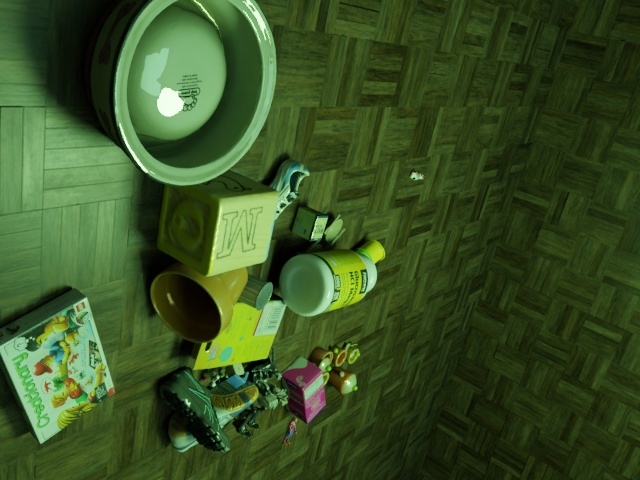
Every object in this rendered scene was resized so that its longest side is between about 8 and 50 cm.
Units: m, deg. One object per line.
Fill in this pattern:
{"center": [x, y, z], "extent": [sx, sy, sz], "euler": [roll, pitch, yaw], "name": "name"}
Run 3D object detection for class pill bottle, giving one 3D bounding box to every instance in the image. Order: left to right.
{"center": [0.038, 0.123, 1.873], "extent": [0.334, 0.188, 0.187], "euler": [-7, 118, -56], "name": "pill bottle"}

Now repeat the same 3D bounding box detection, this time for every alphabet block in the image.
{"center": [-0.242, -0.048, 1.400], "extent": [0.197, 0.193, 0.193], "euler": [-15, 122, -52], "name": "alphabet block"}

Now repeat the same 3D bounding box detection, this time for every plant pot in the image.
{"center": [-0.281, 0.117, 1.474], "extent": [0.188, 0.205, 0.205], "euler": [-49, 149, -51], "name": "plant pot"}

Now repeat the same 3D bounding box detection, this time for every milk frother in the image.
{"center": [-0.192, 0.095, 1.622], "extent": [0.129, 0.135, 0.143], "euler": [-32, 140, -61], "name": "milk frother"}

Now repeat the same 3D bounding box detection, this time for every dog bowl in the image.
{"center": [-0.279, -0.323, 1.185], "extent": [0.408, 0.150, 0.407], "euler": [-36, 139, -39], "name": "dog bowl"}

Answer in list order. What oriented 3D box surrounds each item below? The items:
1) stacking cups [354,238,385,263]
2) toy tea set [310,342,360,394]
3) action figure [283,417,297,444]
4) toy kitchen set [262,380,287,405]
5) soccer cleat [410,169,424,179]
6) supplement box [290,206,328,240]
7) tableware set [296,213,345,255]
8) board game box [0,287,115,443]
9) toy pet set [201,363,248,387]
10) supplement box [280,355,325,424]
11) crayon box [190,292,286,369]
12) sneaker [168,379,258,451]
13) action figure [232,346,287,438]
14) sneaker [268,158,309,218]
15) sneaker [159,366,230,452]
{"center": [0.096, 0.117, 2.119], "extent": [0.316, 0.096, 0.096], "euler": [-39, 141, -29], "name": "stacking cups"}
{"center": [0.070, 0.510, 2.319], "extent": [0.336, 0.124, 0.199], "euler": [15, 99, -58], "name": "toy tea set"}
{"center": [-0.113, 0.742, 2.313], "extent": [0.038, 0.030, 0.115], "euler": [5, 106, -52], "name": "action figure"}
{"center": [-0.145, 0.527, 2.069], "extent": [0.083, 0.068, 0.075], "euler": [-16, 125, -51], "name": "toy kitchen set"}
{"center": [0.375, -0.250, 2.315], "extent": [0.083, 0.029, 0.035], "euler": [15, 108, -55], "name": "soccer cleat"}
{"center": [-0.035, -0.051, 1.800], "extent": [0.056, 0.083, 0.083], "euler": [-5, 116, -55], "name": "supplement box"}
{"center": [0.000, 0.000, 1.934], "extent": [0.194, 0.039, 0.128], "euler": [-50, 158, -10], "name": "tableware set"}
{"center": [-0.568, 0.273, 1.280], "extent": [0.193, 0.053, 0.305], "euler": [-35, 138, -38], "name": "board game box"}
{"center": [-0.266, 0.411, 1.758], "extent": [0.114, 0.065, 0.122], "euler": [-34, 160, 28], "name": "toy pet set"}
{"center": [-0.060, 0.548, 2.167], "extent": [0.114, 0.111, 0.219], "euler": [-38, 139, -35], "name": "supplement box"}
{"center": [-0.246, 0.252, 1.711], "extent": [0.319, 0.081, 0.202], "euler": [7, 106, -58], "name": "crayon box"}
{"center": [-0.323, 0.521, 1.782], "extent": [0.297, 0.112, 0.130], "euler": [-21, 138, -34], "name": "sneaker"}
{"center": [-0.180, 0.494, 1.926], "extent": [0.275, 0.141, 0.164], "euler": [-68, 160, 8], "name": "action figure"}
{"center": [-0.115, -0.115, 1.636], "extent": [0.237, 0.086, 0.085], "euler": [-60, 150, -4], "name": "sneaker"}
{"center": [-0.325, 0.469, 1.643], "extent": [0.267, 0.101, 0.106], "euler": [56, 38, -11], "name": "sneaker"}
